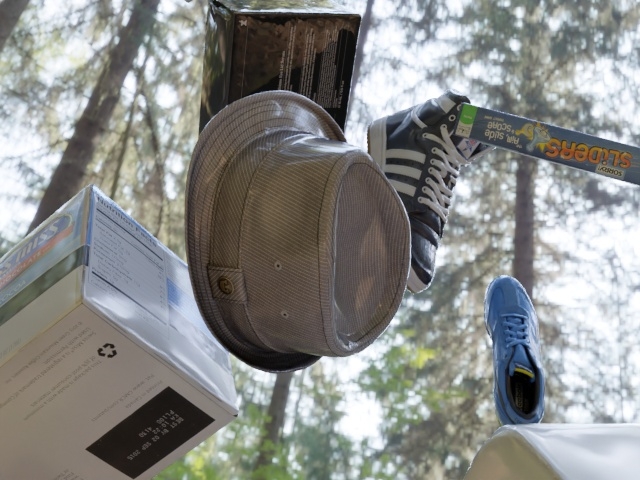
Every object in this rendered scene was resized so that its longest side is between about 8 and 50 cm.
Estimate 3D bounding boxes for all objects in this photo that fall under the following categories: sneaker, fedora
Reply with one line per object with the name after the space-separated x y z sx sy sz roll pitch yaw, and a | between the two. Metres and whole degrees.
0.144 -0.075 1.090 0.153 0.282 0.099 -23 -44 23 | sneaker
0.250 0.136 1.116 0.069 0.209 0.082 0 -23 0 | sneaker
0.000 0.000 0.826 0.124 0.243 0.276 9 -74 42 | fedora

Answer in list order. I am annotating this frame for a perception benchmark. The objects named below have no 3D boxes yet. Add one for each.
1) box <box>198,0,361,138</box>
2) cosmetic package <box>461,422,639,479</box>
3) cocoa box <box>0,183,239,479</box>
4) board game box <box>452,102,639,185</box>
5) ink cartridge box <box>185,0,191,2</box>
-0.063 -0.192 1.207 0.184 0.103 0.261 -7 -60 -29 | box
0.242 0.352 0.508 0.327 0.394 0.330 11 -65 -42 | cosmetic package
-0.300 0.157 0.990 0.347 0.228 0.231 -37 -57 13 | cocoa box
0.247 -0.091 0.886 0.201 0.035 0.136 19 9 23 | board game box
-0.172 -0.435 1.076 0.189 0.066 0.232 -32 -47 18 | ink cartridge box
